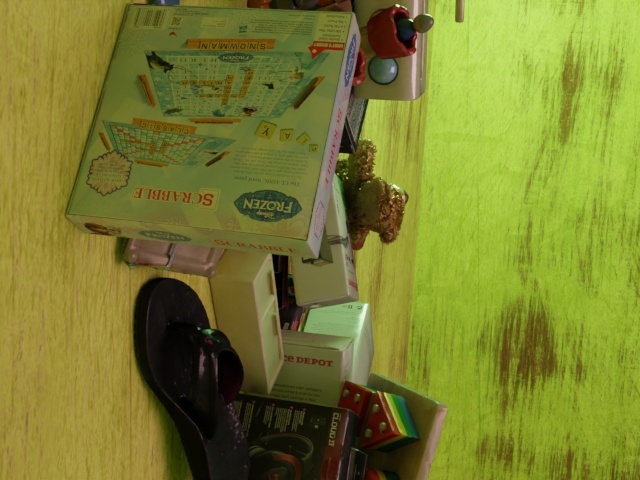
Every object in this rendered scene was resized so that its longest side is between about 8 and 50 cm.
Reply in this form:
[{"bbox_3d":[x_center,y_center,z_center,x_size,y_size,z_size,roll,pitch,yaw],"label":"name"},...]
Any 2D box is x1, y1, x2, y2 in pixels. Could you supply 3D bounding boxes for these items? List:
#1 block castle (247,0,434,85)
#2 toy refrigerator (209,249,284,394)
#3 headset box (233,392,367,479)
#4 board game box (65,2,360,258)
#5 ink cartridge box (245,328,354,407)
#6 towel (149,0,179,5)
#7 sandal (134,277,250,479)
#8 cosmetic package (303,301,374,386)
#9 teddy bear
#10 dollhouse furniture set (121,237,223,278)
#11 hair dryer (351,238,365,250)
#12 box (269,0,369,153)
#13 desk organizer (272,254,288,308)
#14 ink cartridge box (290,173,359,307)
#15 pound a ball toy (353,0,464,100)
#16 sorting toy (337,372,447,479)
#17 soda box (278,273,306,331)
[{"bbox_3d":[-0.007,-0.464,1.419,0.303,0.213,0.453,-38,111,-55],"label":"block castle"},{"bbox_3d":[-0.129,0.151,1.740,0.102,0.094,0.269,-64,154,-52],"label":"toy refrigerator"},{"bbox_3d":[-0.065,0.400,1.686,0.110,0.293,0.218,51,46,-68],"label":"headset box"},{"bbox_3d":[-0.131,-0.148,1.196,0.066,0.319,0.317,60,39,-66],"label":"board game box"},{"bbox_3d":[-0.043,0.330,1.915,0.117,0.202,0.278,-31,125,-73],"label":"ink cartridge box"},{"bbox_3d":[-0.222,-0.333,1.340,0.067,0.029,0.119,-9,104,-74],"label":"towel"},{"bbox_3d":[-0.172,0.239,1.503,0.167,0.107,0.445,-61,142,-49],"label":"sandal"},{"bbox_3d":[0.025,0.336,2.233,0.365,0.155,0.196,-71,161,-47],"label":"cosmetic package"},{"bbox_3d":[0.088,-0.107,2.127,0.113,0.338,0.245,-2,89,-32],"label":"teddy bear"},{"bbox_3d":[-0.212,-0.110,1.398,0.198,0.151,0.301,17,97,-54],"label":"dollhouse furniture set"},{"bbox_3d":[0.098,-0.102,2.510,0.223,0.080,0.293,-55,148,-62],"label":"hair dryer"},{"bbox_3d":[-0.009,-0.375,1.812,0.294,0.183,0.296,70,30,-58],"label":"box"},{"bbox_3d":[-0.097,0.079,1.924,0.050,0.047,0.130,-32,126,-68],"label":"desk organizer"},{"bbox_3d":[0.000,0.000,1.974,0.198,0.115,0.272,35,46,-79],"label":"ink cartridge box"},{"bbox_3d":[0.164,-0.419,1.703,0.136,0.208,0.319,-46,140,-64],"label":"pound a ball toy"},{"bbox_3d":[0.099,0.390,1.743,0.255,0.089,0.257,12,-95,64],"label":"sorting toy"},{"bbox_3d":[-0.068,0.152,2.043,0.169,0.053,0.060,-68,158,-44],"label":"soda box"}]
